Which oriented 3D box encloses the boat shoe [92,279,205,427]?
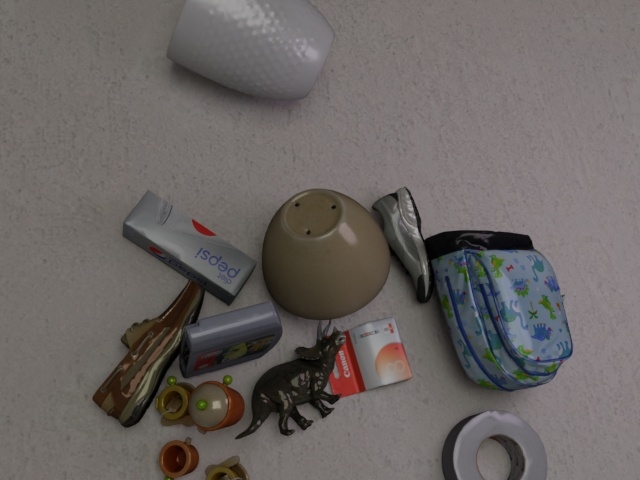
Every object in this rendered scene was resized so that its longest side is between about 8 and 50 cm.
[{"bbox_3d":[-0.351,0.216,1.675,0.120,0.122,0.324,28,67,1],"label":"boat shoe"}]

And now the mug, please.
[{"bbox_3d":[-0.141,-0.502,1.915,0.328,0.276,0.374,25,37,-10],"label":"mug"}]

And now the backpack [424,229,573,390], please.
[{"bbox_3d":[0.406,0.157,1.817,0.290,0.273,0.356,5,82,-38],"label":"backpack"}]

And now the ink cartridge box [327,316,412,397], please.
[{"bbox_3d":[0.099,0.258,1.808,0.179,0.045,0.145,-11,74,-19],"label":"ink cartridge box"}]

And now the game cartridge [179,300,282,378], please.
[{"bbox_3d":[-0.177,0.200,1.625,0.196,0.294,0.060,-18,73,-18],"label":"game cartridge"}]

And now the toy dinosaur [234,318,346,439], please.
[{"bbox_3d":[-0.061,0.317,1.728,0.313,0.121,0.160,-33,69,-16],"label":"toy dinosaur"}]

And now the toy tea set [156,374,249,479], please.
[{"bbox_3d":[-0.246,0.422,1.588,0.200,0.124,0.336,-11,73,19],"label":"toy tea set"}]

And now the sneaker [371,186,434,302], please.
[{"bbox_3d":[0.197,0.017,1.897,0.108,0.100,0.272,-18,79,9],"label":"sneaker"}]

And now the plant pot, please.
[{"bbox_3d":[0.000,0.000,1.734,0.284,0.191,0.284,-5,54,7],"label":"plant pot"}]

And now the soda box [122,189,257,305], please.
[{"bbox_3d":[-0.284,0.017,1.773,0.286,0.091,0.098,34,67,0],"label":"soda box"}]

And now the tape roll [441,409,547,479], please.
[{"bbox_3d":[0.379,0.483,1.781,0.219,0.072,0.219,5,70,-13],"label":"tape roll"}]
